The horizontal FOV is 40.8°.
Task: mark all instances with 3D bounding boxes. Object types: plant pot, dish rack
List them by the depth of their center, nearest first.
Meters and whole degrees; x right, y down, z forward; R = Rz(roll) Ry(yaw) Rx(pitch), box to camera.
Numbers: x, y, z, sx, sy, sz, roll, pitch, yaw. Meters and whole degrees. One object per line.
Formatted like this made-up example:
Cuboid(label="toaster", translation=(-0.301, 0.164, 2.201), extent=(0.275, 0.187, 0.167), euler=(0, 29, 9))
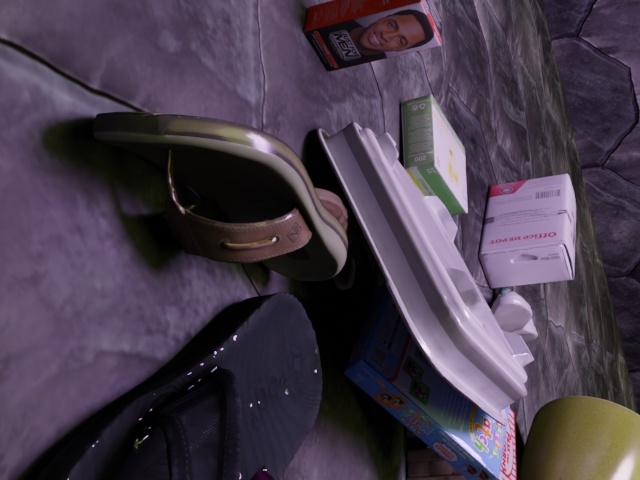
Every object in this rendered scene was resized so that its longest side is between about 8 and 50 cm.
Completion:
Cuboid(label="dish rack", translation=(0.127, 0.025, 0.960), extent=(0.285, 0.072, 0.333), euler=(41, 20, -52))
Cuboid(label="plant pot", translation=(0.442, 0.468, 1.481), extent=(0.293, 0.275, 0.275), euler=(-45, 124, -41))

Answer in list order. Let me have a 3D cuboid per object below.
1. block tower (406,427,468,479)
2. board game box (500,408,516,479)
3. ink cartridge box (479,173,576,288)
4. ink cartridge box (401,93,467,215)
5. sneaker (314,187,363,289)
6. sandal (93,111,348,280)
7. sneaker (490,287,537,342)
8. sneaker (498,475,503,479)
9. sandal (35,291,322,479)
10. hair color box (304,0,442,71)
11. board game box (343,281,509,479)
Cuboid(label="block tower", translation=(0.164, 0.364, 1.060), extent=(0.091, 0.097, 0.335), euler=(39, 45, -56))
Cuboid(label="board game box", translation=(0.261, 0.313, 1.347), extent=(0.193, 0.045, 0.146), euler=(46, 42, -52))
Cuboid(label="ink cartridge box", translation=(0.395, -0.019, 1.619), extent=(0.218, 0.158, 0.092), euler=(-68, 142, -49))
Cuboid(label="ink cartridge box", translation=(0.171, -0.071, 1.275), extent=(0.171, 0.056, 0.235), euler=(43, 42, -55))
Cuboid(label="sneaker", translation=(0.000, 0.000, 0.851), extent=(0.188, 0.066, 0.071), euler=(27, 56, -61))
Cuboid(label="sandal", translation=(-0.060, -0.015, 0.677), extent=(0.303, 0.120, 0.086), euler=(44, 57, -54))
Cuboid(label="sneaker", translation=(0.346, 0.123, 1.587), extent=(0.212, 0.080, 0.094), euler=(49, 27, -61))
Cuboid(label="sneaker", translation=(0.202, 0.310, 1.187), extent=(0.106, 0.078, 0.234), euler=(21, 59, -59))
Cuboid(label="sandal", translation=(-0.072, 0.162, 0.588), extent=(0.446, 0.107, 0.167), euler=(-54, 130, -57))
Cuboid(label="hair color box", translation=(0.061, -0.245, 0.981), extent=(0.072, 0.141, 0.043), euler=(51, 38, -48))
Cuboid(label="board game box", translation=(0.134, 0.163, 1.009), extent=(0.211, 0.039, 0.160), euler=(41, 35, -9))
